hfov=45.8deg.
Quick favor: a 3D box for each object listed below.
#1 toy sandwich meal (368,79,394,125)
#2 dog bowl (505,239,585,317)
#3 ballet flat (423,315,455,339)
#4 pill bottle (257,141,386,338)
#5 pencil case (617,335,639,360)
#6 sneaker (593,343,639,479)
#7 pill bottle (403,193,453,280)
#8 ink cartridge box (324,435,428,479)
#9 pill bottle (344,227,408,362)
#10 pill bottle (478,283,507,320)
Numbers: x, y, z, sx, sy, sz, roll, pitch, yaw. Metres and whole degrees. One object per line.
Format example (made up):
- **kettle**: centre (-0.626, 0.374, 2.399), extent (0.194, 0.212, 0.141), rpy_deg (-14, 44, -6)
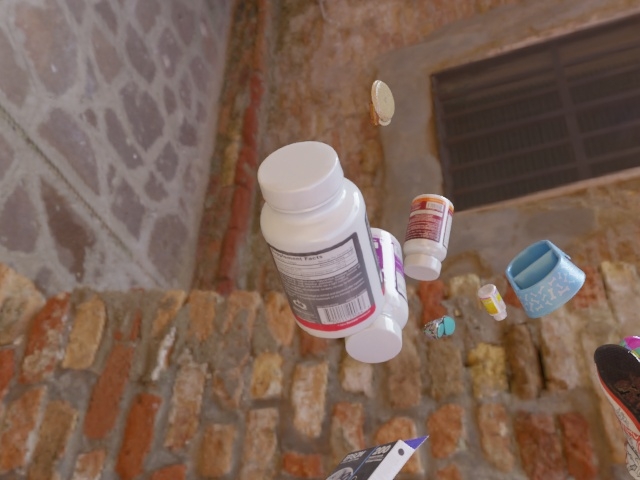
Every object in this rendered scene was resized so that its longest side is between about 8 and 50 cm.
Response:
- **toy sandwich meal**: centre (0.108, -0.252, 1.396), extent (0.085, 0.029, 0.085), rpy_deg (22, 63, -52)
- **dog bowl**: centre (0.539, 0.085, 1.859), extent (0.074, 0.166, 0.297), rpy_deg (48, 13, -7)
- **ballet flat**: centre (0.221, 0.163, 1.431), extent (0.114, 0.041, 0.041), rpy_deg (-1, 80, -64)
- **pill bottle**: centre (0.000, 0.000, 1.273), extent (0.176, 0.176, 0.318), rpy_deg (-83, 162, -48)
- **pencil case**: centre (0.701, 0.294, 1.570), extent (0.236, 0.104, 0.104), rpy_deg (-117, -173, -64)
- **sneaker**: centre (0.571, 0.327, 1.388), extent (0.270, 0.090, 0.145), rpy_deg (-107, -173, -52)
- **pill bottle**: centre (0.297, -0.008, 2.115), extent (0.121, 0.121, 0.221), rpy_deg (55, 43, -56)
- **ink cartridge box**: centre (0.089, 0.453, 1.498), extent (0.208, 0.206, 0.045), rpy_deg (-39, 91, -35)
- **pill bottle**: centre (0.116, 0.128, 1.758), extent (0.301, 0.169, 0.169), rpy_deg (-89, 161, -46)
- **pill bottle**: centre (0.399, 0.144, 1.747), extent (0.083, 0.043, 0.043), rpy_deg (58, 23, -23)
